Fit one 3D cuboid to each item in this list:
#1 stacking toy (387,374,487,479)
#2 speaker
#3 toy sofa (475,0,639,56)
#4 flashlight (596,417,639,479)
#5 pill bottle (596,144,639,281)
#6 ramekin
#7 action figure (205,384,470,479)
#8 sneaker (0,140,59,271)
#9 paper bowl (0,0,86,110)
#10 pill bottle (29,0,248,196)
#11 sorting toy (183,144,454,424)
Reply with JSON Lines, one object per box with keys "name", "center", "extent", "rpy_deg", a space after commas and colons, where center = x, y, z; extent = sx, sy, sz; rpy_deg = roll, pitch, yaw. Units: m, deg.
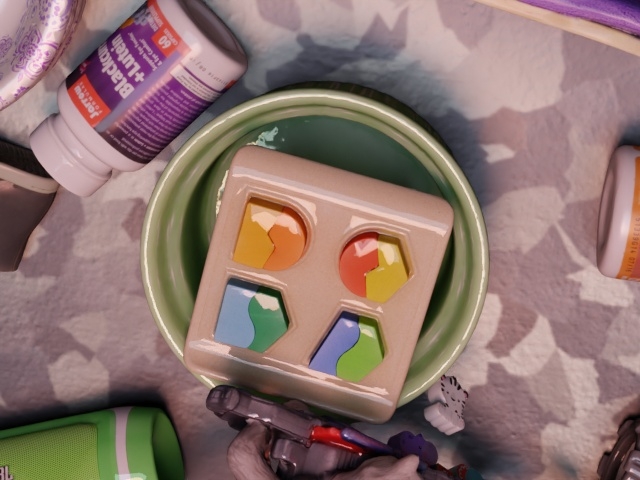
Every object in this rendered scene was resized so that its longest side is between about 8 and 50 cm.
{"name": "stacking toy", "center": [0.114, 0.218, 1.493], "extent": [0.167, 0.052, 0.221], "rpy_deg": [-29, 126, 35]}
{"name": "speaker", "center": [-0.288, 0.244, 1.543], "extent": [0.296, 0.131, 0.131], "rpy_deg": [-12, 104, 9]}
{"name": "toy sofa", "center": [0.166, -0.276, 1.324], "extent": [0.362, 0.177, 0.150], "rpy_deg": [18, 107, 1]}
{"name": "flashlight", "center": [0.411, 0.271, 1.498], "extent": [0.304, 0.103, 0.103], "rpy_deg": [25, 104, -1]}
{"name": "pill bottle", "center": [0.361, -0.013, 1.409], "extent": [0.216, 0.121, 0.121], "rpy_deg": [8, 107, 4]}
{"name": "ramekin", "center": [0.000, 0.000, 1.433], "extent": [0.303, 0.148, 0.303], "rpy_deg": [1, 106, 5]}
{"name": "action figure", "center": [0.011, 0.268, 1.398], "extent": [0.341, 0.178, 0.330], "rpy_deg": [22, 147, -22]}
{"name": "sneaker", "center": [-0.364, -0.050, 1.478], "extent": [0.222, 0.083, 0.118], "rpy_deg": [23, 108, -10]}
{"name": "paper bowl", "center": [-0.344, -0.245, 1.391], "extent": [0.284, 0.148, 0.284], "rpy_deg": [0, 107, 1]}
{"name": "pill bottle", "center": [-0.168, -0.131, 1.432], "extent": [0.193, 0.108, 0.108], "rpy_deg": [-41, 98, 14]}
{"name": "sorting toy", "center": [-0.005, 0.041, 1.347], "extent": [0.193, 0.038, 0.208], "rpy_deg": [16, 107, 1]}
